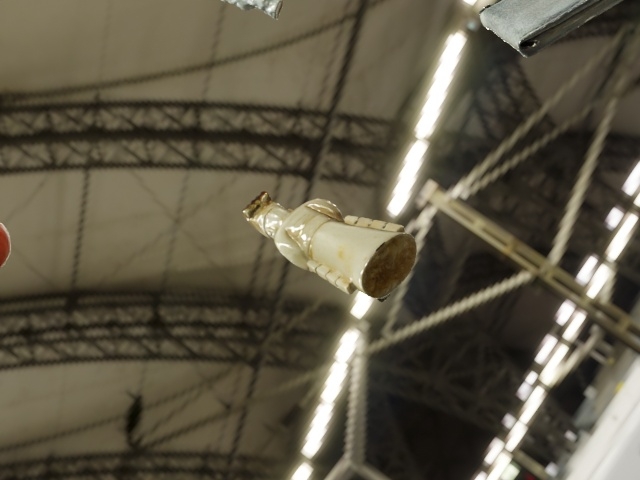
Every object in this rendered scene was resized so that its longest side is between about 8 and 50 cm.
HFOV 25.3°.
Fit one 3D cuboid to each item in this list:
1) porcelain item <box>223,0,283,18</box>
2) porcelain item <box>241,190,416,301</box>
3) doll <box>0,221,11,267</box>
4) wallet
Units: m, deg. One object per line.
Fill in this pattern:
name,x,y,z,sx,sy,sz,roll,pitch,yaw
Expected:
porcelain item,-0.087,-0.297,1.736,0.028,0.083,0.036,-60,-8,-46
porcelain item,0.000,0.000,1.419,0.084,0.213,0.054,-43,-53,-22
doll,-0.445,0.037,1.407,0.130,0.290,0.161,55,-147,-64
wallet,0.292,-0.281,1.569,0.222,0.036,0.167,-32,22,2
